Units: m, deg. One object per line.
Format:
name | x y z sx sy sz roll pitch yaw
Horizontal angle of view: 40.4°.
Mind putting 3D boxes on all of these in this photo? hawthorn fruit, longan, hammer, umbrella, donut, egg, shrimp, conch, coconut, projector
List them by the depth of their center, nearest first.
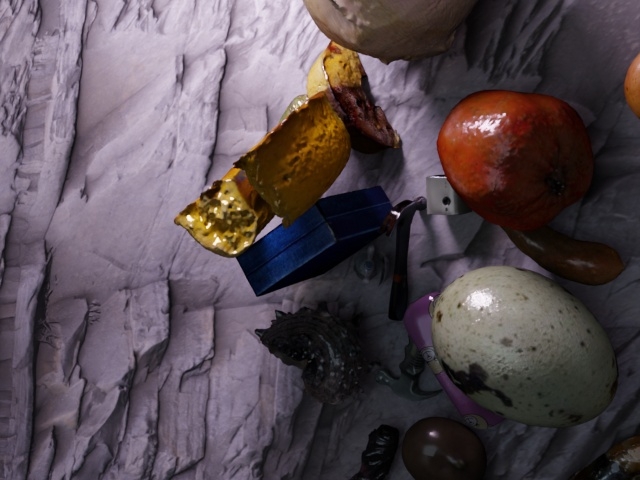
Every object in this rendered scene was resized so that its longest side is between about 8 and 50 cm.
hawthorn fruit | 0.355 -0.176 1.690 0.330 0.287 0.287 42 121 49
coconut | 0.146 -0.525 1.700 0.405 0.405 0.404 6 101 33
egg | 0.397 0.207 1.703 0.379 0.287 0.287 27 113 12
shrimp | 0.622 0.521 1.738 0.290 0.054 0.222 -37 77 29
donut | -0.084 -0.141 1.823 0.163 0.377 0.435 48 146 -8
projector | 0.275 -0.099 1.855 0.083 0.083 0.082 3 99 35
longan | 0.269 0.470 1.904 0.189 0.189 0.189 6 101 33
hammer | 0.176 0.052 1.937 0.037 0.137 0.289 22 118 38
donut | 0.046 -0.307 1.944 0.112 0.151 0.294 -35 79 44
hammer | 0.216 0.255 1.980 0.159 0.041 0.226 20 109 30
conch | -0.008 0.271 2.073 0.313 0.186 0.240 22 126 15
umbrella | 0.110 0.582 2.077 0.090 0.094 0.325 37 117 40

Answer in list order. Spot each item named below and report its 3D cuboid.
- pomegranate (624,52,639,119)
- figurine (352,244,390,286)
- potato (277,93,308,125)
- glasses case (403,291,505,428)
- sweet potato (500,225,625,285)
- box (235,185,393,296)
pomegranate | 0.633 -0.276 1.521 0.191 0.191 0.191 6 101 33
figurine | 0.118 0.057 1.982 0.082 0.086 0.094 3 98 -3
potato | -0.063 -0.257 2.080 0.119 0.054 0.198 46 120 16
glasses case | 0.300 0.259 1.884 0.123 0.076 0.316 -34 85 14
sweet potato | 0.464 0.015 1.739 0.292 0.097 0.097 27 112 27
box | 0.000 0.000 1.941 0.261 0.279 0.116 -37 79 33
